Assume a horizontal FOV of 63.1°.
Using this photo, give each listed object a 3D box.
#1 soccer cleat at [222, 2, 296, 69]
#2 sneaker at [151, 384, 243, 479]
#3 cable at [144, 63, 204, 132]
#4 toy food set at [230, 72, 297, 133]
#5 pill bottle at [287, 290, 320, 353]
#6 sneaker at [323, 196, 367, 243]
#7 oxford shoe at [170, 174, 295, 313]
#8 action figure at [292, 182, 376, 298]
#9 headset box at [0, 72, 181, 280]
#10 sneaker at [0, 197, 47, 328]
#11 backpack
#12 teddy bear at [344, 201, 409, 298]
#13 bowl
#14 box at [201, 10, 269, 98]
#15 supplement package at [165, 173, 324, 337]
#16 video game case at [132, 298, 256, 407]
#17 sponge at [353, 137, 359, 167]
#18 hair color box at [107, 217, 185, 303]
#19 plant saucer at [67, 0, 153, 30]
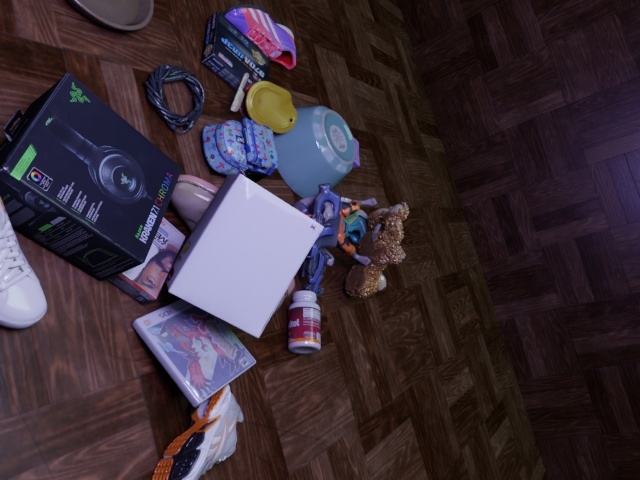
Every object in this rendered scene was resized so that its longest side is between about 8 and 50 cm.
[{"bbox_3d":[-0.175,-0.624,1.604,0.318,0.109,0.116,0,72,-61],"label":"soccer cleat"},{"bbox_3d":[-0.214,0.402,0.995,0.121,0.099,0.262,59,34,-26],"label":"sneaker"},{"bbox_3d":[-0.347,-0.350,1.256,0.150,0.047,0.184,44,42,-28],"label":"cable"},{"bbox_3d":[-0.168,-0.384,1.486,0.218,0.071,0.128,17,86,-41],"label":"toy food set"},{"bbox_3d":[-0.043,0.214,1.366,0.086,0.086,0.151,32,47,-45],"label":"pill bottle"},{"bbox_3d":[0.073,-0.069,1.690,0.275,0.107,0.109,26,62,-48],"label":"sneaker"},{"bbox_3d":[-0.208,0.027,1.172,0.397,0.141,0.146,50,47,-24],"label":"oxford shoe"},{"bbox_3d":[0.000,0.000,1.498,0.330,0.179,0.341,7,102,-39],"label":"action figure"},{"bbox_3d":[-0.421,-0.112,0.919,0.283,0.131,0.246,43,40,-36],"label":"headset box"},{"bbox_3d":[-0.492,0.005,0.757,0.290,0.123,0.106,60,31,-19],"label":"sneaker"},{"bbox_3d":[-0.210,-0.237,1.329,0.173,0.117,0.158,16,60,-50],"label":"backpack"},{"bbox_3d":[0.191,0.032,1.652,0.113,0.245,0.337,31,56,-26],"label":"teddy bear"},{"bbox_3d":[-0.005,-0.295,1.631,0.312,0.163,0.311,32,48,-44],"label":"bowl"},{"bbox_3d":[-0.238,-0.517,1.498,0.220,0.051,0.175,33,47,-45],"label":"box"},{"bbox_3d":[-0.159,0.025,1.065,0.204,0.145,0.261,32,85,-21],"label":"supplement package"},{"bbox_3d":[-0.246,0.208,1.045,0.201,0.023,0.183,50,30,9],"label":"video game case"},{"bbox_3d":[0.077,-0.369,1.919,0.210,0.031,0.117,36,46,-43],"label":"sponge"},{"bbox_3d":[-0.343,0.030,1.036,0.093,0.054,0.167,48,39,-34],"label":"hair color box"},{"bbox_3d":[-0.495,-0.590,1.155,0.278,0.041,0.277,32,48,-44],"label":"plant saucer"}]
